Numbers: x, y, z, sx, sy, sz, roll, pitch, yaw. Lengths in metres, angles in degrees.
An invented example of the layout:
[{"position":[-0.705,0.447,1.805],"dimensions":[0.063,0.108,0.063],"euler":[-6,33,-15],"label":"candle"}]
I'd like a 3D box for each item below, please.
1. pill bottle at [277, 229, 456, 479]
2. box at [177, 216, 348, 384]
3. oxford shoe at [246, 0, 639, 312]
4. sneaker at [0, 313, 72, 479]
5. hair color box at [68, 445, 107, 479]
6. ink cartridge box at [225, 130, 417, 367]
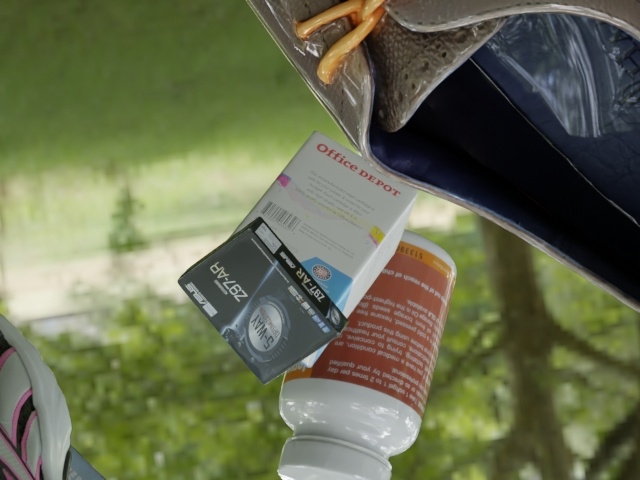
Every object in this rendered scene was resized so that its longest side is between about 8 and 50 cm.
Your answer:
[{"position":[0.034,0.104,1.651],"dimensions":[0.121,0.216,0.121],"euler":[13,158,5],"label":"pill bottle"},{"position":[-0.034,0.036,1.168],"dimensions":[0.067,0.083,0.018],"euler":[-34,-170,32],"label":"box"},{"position":[0.022,-0.108,0.590],"dimensions":[0.130,0.363,0.133],"euler":[-48,-171,34],"label":"oxford shoe"},{"position":[-0.102,0.061,0.510],"dimensions":[0.072,0.178,0.077],"euler":[-42,142,1],"label":"sneaker"},{"position":[-0.188,0.208,1.312],"dimensions":[0.113,0.374,0.185],"euler":[-42,159,-18],"label":"hair color box"},{"position":[0.000,0.000,1.440],"dimensions":[0.143,0.092,0.090],"euler":[-52,169,-33],"label":"ink cartridge box"}]
